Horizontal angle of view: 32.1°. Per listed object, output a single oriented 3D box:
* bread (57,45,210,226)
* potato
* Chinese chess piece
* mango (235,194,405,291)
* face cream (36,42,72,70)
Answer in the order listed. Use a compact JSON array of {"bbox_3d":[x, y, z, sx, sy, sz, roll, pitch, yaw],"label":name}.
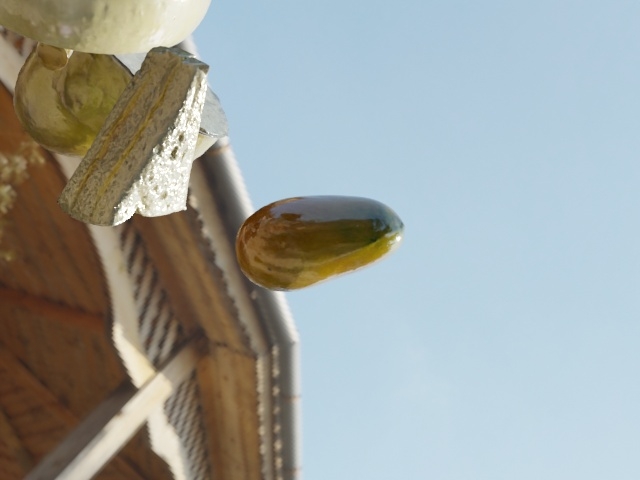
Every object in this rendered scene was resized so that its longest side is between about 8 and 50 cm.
[{"bbox_3d":[-0.167,-0.095,0.995,0.077,0.105,0.152,24,-66,35],"label":"bread"},{"bbox_3d":[-0.400,-0.246,2.135,0.397,0.290,0.296,46,-70,2],"label":"potato"},{"bbox_3d":[-0.233,-0.286,1.124,0.257,0.257,0.104,28,-54,17],"label":"Chinese chess piece"},{"bbox_3d":[-0.005,-0.002,1.702,0.175,0.255,0.139,-126,-151,-65],"label":"mango"},{"bbox_3d":[-0.398,-0.320,1.705,0.051,0.182,0.072,34,-63,-23],"label":"face cream"}]
